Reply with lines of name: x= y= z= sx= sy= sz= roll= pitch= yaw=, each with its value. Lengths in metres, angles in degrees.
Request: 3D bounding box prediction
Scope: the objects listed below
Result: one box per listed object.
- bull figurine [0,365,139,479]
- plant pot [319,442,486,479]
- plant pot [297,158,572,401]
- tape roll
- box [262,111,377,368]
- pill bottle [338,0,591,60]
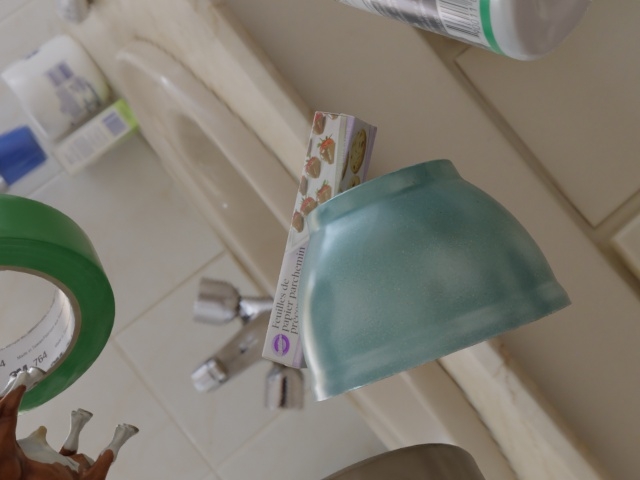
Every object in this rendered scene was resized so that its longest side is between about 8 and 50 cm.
bull figurine: x=-0.318 y=0.276 z=1.108 sx=0.101 sy=0.188 sz=0.310 roll=7 pitch=153 yaw=28
plant pot: x=0.080 y=0.396 z=0.887 sx=0.280 sy=0.323 sz=0.323 roll=56 pitch=174 yaw=36
plant pot: x=0.097 y=0.032 z=1.035 sx=0.293 sy=0.293 sz=0.196 roll=118 pitch=132 yaw=-78
tape roll: x=-0.400 y=0.091 z=1.084 sx=0.077 sy=0.321 sz=0.321 roll=56 pitch=174 yaw=37
box: x=0.000 y=0.000 z=1.213 sx=0.063 sy=0.324 sz=0.067 roll=13 pitch=179 yaw=33
pill bottle: x=0.092 y=-0.327 z=0.967 sx=0.361 sy=0.204 sz=0.204 roll=27 pitch=157 yaw=31
